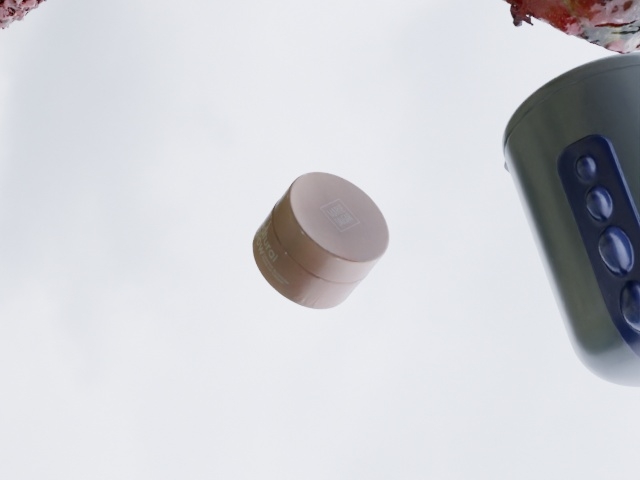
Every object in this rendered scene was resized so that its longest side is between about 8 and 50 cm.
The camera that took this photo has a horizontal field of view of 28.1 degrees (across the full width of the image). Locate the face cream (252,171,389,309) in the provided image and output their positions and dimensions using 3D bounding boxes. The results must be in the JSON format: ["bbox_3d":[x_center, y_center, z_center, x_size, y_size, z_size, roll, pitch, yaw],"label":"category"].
[{"bbox_3d":[0.000,0.000,1.634,0.104,0.149,0.149,-51,-142,39],"label":"face cream"}]

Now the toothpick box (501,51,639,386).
[{"bbox_3d":[0.343,-0.001,1.363,0.263,0.263,0.355,-42,-127,43],"label":"toothpick box"}]

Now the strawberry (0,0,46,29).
[{"bbox_3d":[-0.328,-0.276,1.228,0.187,0.201,0.184,-46,-107,5],"label":"strawberry"}]

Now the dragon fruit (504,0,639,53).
[{"bbox_3d":[0.240,-0.257,1.184,0.282,0.211,0.147,33,-52,32],"label":"dragon fruit"}]
